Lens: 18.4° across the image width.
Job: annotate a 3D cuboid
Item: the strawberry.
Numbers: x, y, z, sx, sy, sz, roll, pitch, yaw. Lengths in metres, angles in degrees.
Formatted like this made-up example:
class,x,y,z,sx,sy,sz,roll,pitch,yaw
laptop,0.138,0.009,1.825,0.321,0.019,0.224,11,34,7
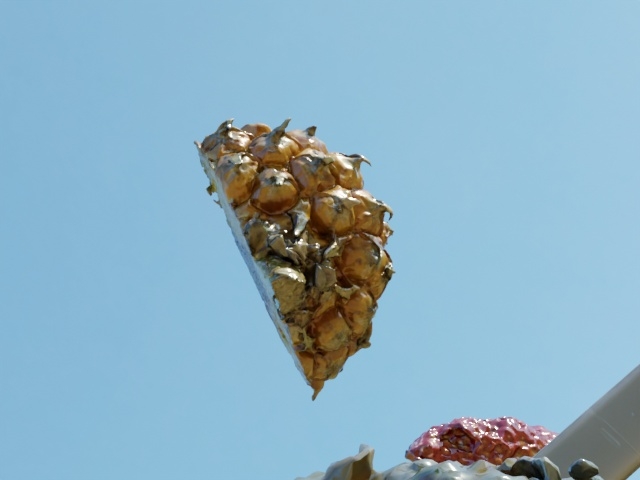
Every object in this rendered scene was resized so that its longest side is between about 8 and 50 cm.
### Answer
class,x,y,z,sx,sy,sz,roll,pitch,yaw
strawberry,0.184,0.228,2.095,0.228,0.174,0.098,25,-89,-22

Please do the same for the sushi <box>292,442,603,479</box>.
class,x,y,z,sx,sy,sz,roll,pitch,yaw
sushi,0.018,0.262,0.940,0.417,0.417,0.176,-41,-57,-2

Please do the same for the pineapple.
class,x,y,z,sx,sy,sz,roll,pitch,yaw
pineapple,-0.002,-0.005,1.670,0.140,0.250,0.164,-24,-6,-4

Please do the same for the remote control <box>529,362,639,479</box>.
class,x,y,z,sx,sy,sz,roll,pitch,yaw
remote control,0.270,0.150,1.674,0.261,0.067,0.029,-39,-24,-18
